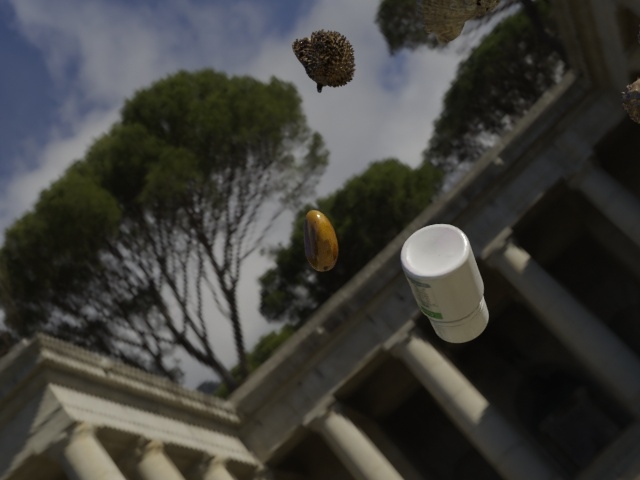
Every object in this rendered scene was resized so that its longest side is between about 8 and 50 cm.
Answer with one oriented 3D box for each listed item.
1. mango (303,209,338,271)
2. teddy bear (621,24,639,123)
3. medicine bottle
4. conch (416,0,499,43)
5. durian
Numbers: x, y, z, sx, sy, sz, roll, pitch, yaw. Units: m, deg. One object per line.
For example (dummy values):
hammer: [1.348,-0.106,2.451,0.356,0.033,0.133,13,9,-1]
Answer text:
mango: [0.000,0.000,1.977,0.061,0.114,0.080,-8,3,-3]
teddy bear: [0.498,-0.260,1.450,0.223,0.296,0.246,15,-97,-36]
medicine bottle: [0.247,0.088,2.085,0.139,0.139,0.237,-38,-42,-9]
conch: [0.290,-0.525,2.239,0.178,0.163,0.245,19,-64,-14]
durian: [0.010,-0.294,1.712,0.111,0.140,0.071,14,-46,-10]
